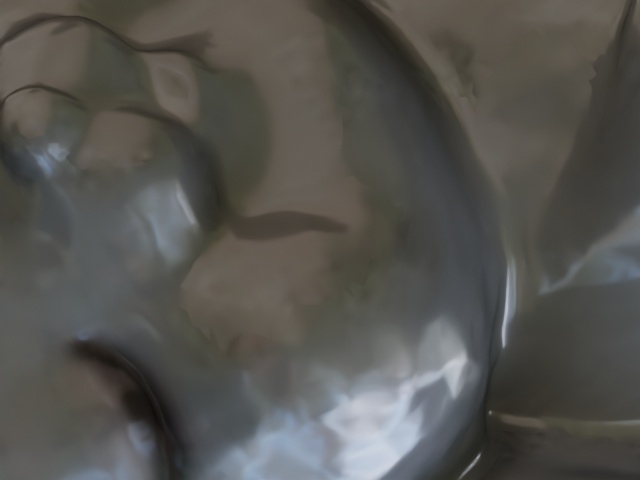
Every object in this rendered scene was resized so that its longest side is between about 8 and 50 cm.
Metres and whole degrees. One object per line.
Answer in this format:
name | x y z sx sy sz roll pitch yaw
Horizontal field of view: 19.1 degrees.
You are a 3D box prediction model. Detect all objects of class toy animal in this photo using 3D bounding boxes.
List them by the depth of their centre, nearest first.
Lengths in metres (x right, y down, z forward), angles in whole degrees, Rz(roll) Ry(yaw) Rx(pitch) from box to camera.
toy animal | 0.000 0.000 0.444 0.265 0.272 0.206 -28 160 -18
